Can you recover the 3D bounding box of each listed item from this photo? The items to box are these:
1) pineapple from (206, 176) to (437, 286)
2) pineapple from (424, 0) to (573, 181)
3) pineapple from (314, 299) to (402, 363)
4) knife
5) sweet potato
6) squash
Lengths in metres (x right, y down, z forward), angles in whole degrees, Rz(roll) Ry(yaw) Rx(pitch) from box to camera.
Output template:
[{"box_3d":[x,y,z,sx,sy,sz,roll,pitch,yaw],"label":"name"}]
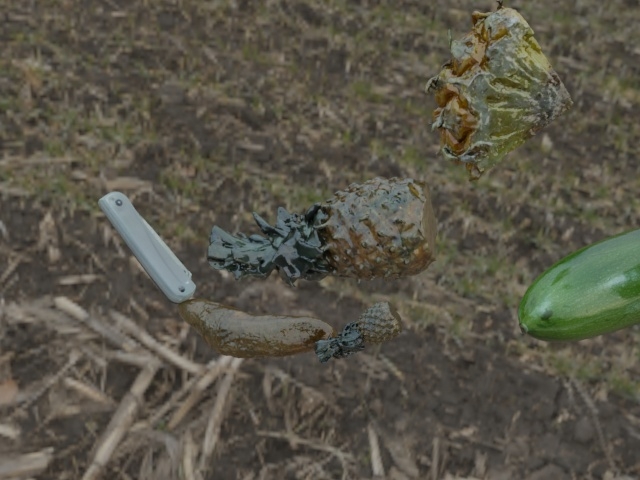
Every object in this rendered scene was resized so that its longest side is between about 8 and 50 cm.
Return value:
[{"box_3d":[0.000,0.000,1.505,0.310,0.141,0.170,-8,26,14],"label":"pineapple"},{"box_3d":[0.244,-0.201,1.502,0.186,0.236,0.114,9,25,-26],"label":"pineapple"},{"box_3d":[0.063,0.165,1.929,0.159,0.074,0.074,-29,39,12],"label":"pineapple"},{"box_3d":[-0.342,0.012,2.207,0.073,0.040,0.265,-37,85,-33],"label":"knife"},{"box_3d":[-0.141,0.171,2.049,0.341,0.092,0.114,7,32,25],"label":"sweet potato"},{"box_3d":[0.394,0.033,1.284,0.395,0.107,0.107,-13,42,-26],"label":"squash"}]
